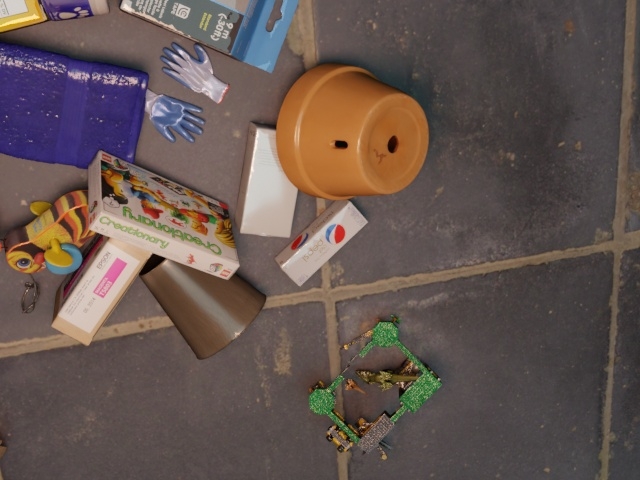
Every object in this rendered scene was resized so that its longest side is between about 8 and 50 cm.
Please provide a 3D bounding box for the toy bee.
[{"bbox_3d":[-0.547,0.011,1.435,0.162,0.195,0.298,32,86,-47],"label":"toy bee"}]

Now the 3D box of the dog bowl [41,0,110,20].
[{"bbox_3d":[-0.449,-0.521,1.275,0.104,0.265,0.265,-13,109,-9],"label":"dog bowl"}]

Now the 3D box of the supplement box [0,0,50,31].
[{"bbox_3d":[-0.676,-0.434,1.271,0.356,0.195,0.194,-17,110,-10],"label":"supplement box"}]

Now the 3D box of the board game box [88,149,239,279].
[{"bbox_3d":[-0.311,-0.048,1.462,0.305,0.193,0.053,23,122,-35],"label":"board game box"}]

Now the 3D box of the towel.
[{"bbox_3d":[-0.501,-0.255,1.422,0.308,0.076,0.227,8,119,-21],"label":"towel"}]

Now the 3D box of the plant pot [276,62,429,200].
[{"bbox_3d":[0.084,-0.211,1.509,0.291,0.203,0.291,-15,113,-38],"label":"plant pot"}]

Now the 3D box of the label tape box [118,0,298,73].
[{"bbox_3d":[-0.194,-0.500,1.440,0.334,0.106,0.240,19,98,-20],"label":"label tape box"}]

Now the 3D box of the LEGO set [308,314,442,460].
[{"bbox_3d":[0.137,0.352,1.787,0.255,0.192,0.331,36,90,7],"label":"LEGO set"}]

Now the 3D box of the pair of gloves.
[{"bbox_3d":[-0.285,-0.306,1.519,0.159,0.023,0.198,33,95,-23],"label":"pair of gloves"}]

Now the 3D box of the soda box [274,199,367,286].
[{"bbox_3d":[0.000,0.000,1.665,0.216,0.074,0.069,-43,113,-1],"label":"soda box"}]

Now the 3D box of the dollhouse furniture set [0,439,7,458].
[{"bbox_3d":[-0.868,0.481,1.556,0.303,0.198,0.286,28,73,8],"label":"dollhouse furniture set"}]

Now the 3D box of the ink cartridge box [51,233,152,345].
[{"bbox_3d":[-0.442,0.066,1.489,0.088,0.193,0.234,34,93,-22],"label":"ink cartridge box"}]

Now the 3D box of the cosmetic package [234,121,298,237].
[{"bbox_3d":[-0.110,-0.130,1.590,0.117,0.085,0.231,7,105,-19],"label":"cosmetic package"}]

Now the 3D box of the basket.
[{"bbox_3d":[-0.267,0.111,1.583,0.204,0.154,0.227,-42,109,1],"label":"basket"}]
